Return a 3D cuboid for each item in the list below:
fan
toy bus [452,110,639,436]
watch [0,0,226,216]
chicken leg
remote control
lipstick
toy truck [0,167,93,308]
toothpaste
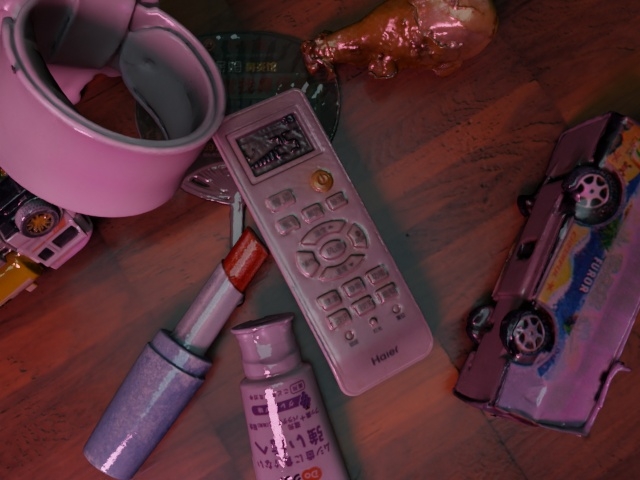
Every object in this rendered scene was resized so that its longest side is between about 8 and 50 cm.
[{"bbox_3d":[-0.068,-0.107,0.716,0.223,0.012,0.294,-29,84,-5],"label":"fan"},{"bbox_3d":[0.252,0.038,0.655,0.138,0.112,0.316,26,84,-8],"label":"toy bus"},{"bbox_3d":[-0.231,-0.130,0.608,0.244,0.196,0.231,-13,70,-43],"label":"watch"},{"bbox_3d":[0.082,-0.215,0.695,0.208,0.101,0.085,-12,80,14],"label":"chicken leg"},{"bbox_3d":[0.000,0.000,0.678,0.109,0.055,0.312,-26,84,-13],"label":"remote control"},{"bbox_3d":[-0.136,0.107,0.659,0.068,0.061,0.274,31,85,27],"label":"lipstick"},{"bbox_3d":[-0.338,0.020,0.647,0.227,0.114,0.098,-41,64,-6],"label":"toy truck"},{"bbox_3d":[-0.022,0.224,0.649,0.114,0.073,0.299,-15,91,-2],"label":"toothpaste"}]
